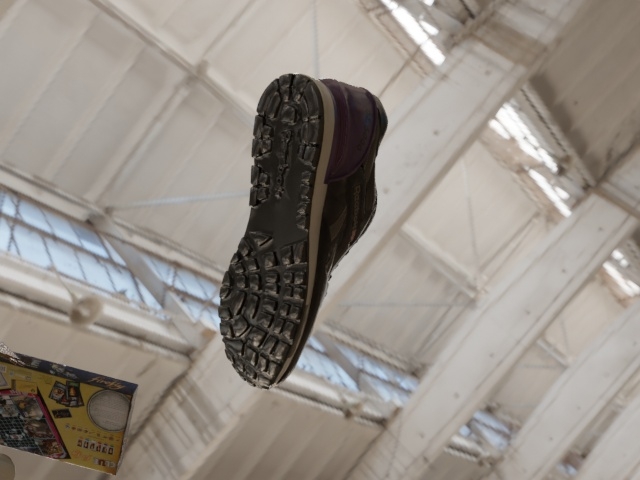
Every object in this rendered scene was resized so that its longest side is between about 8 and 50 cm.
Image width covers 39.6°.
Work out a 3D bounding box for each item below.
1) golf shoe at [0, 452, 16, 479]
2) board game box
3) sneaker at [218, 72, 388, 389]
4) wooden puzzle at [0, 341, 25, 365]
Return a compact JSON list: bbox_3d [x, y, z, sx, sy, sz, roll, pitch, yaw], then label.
[{"bbox_3d":[-0.543,0.368,1.269,0.306,0.140,0.115,3,-90,-61],"label":"golf shoe"},{"bbox_3d":[-0.447,0.293,1.514,0.042,0.243,0.165,-77,3,-71],"label":"board game box"},{"bbox_3d":[0.000,0.000,0.796,0.124,0.107,0.283,0,-71,-45],"label":"sneaker"},{"bbox_3d":[-0.455,0.153,1.255,0.006,0.083,0.049,-55,-35,-4],"label":"wooden puzzle"}]
